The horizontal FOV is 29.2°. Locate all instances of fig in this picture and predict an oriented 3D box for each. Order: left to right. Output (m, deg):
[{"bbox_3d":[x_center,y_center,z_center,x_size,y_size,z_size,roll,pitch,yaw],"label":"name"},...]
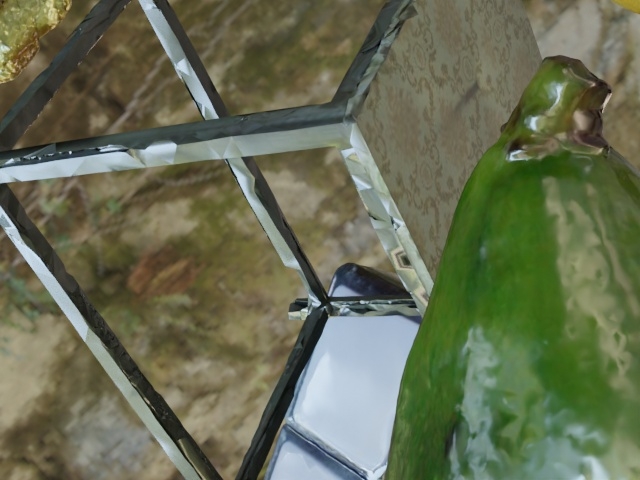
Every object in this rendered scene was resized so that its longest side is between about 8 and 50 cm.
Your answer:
[{"bbox_3d":[0.095,0.065,0.390,0.245,0.195,0.195,61,-170,-11],"label":"fig"}]

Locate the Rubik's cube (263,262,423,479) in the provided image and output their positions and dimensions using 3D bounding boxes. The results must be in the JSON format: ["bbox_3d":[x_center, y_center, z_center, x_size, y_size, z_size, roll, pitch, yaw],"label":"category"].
[{"bbox_3d":[0.164,0.226,1.050,0.313,0.316,0.318,14,-171,-40],"label":"Rubik's cube"}]

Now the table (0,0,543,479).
[{"bbox_3d":[0.000,0.000,0.768,0.335,0.272,0.222,62,-142,-34],"label":"table"}]

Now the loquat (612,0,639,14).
[{"bbox_3d":[0.353,-0.343,1.217,0.276,0.276,0.284,42,165,-27],"label":"loquat"}]

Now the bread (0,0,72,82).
[{"bbox_3d":[-0.241,-0.160,0.807,0.128,0.140,0.069,26,143,14],"label":"bread"}]
